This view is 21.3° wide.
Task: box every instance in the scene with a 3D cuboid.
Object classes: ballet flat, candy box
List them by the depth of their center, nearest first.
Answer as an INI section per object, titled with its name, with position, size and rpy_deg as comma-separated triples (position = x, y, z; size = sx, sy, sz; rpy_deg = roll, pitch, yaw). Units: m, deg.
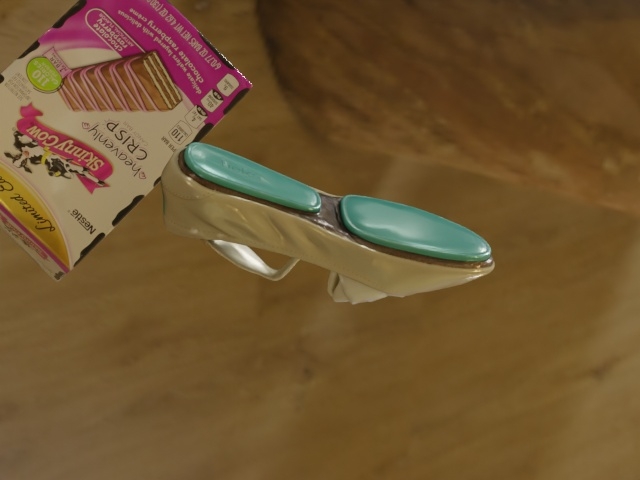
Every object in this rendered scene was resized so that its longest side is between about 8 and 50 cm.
[ballet flat]
position = 0.000, 0.000, 1.239
size = 0.086, 0.248, 0.086
rpy_deg = -161, -90, -86
[candy box]
position = -0.195, -0.103, 1.448
size = 0.159, 0.071, 0.233
rpy_deg = 44, 71, -6
